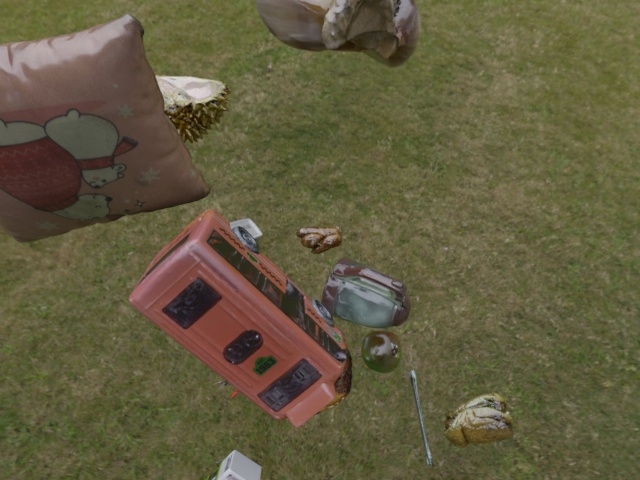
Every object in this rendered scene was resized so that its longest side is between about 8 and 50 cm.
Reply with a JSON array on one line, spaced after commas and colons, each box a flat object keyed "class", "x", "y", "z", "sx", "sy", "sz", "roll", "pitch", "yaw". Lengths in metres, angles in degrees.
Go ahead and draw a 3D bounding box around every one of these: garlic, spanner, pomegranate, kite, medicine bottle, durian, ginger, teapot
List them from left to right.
[{"class": "durian", "x": -0.299, "y": -0.288, "z": 0.901, "sx": 0.183, "sy": 0.137, "sz": 0.250, "roll": -16, "pitch": 32, "yaw": -37}, {"class": "medicine bottle", "x": -0.293, "y": 0.024, "z": 1.332, "sx": 0.088, "sy": 0.188, "sz": 0.132, "roll": 49, "pitch": 36, "yaw": 13}, {"class": "kite", "x": -0.255, "y": 0.484, "z": 1.386, "sx": 0.233, "sy": 0.009, "sz": 0.189, "roll": -5, "pitch": 15, "yaw": 24}, {"class": "ginger", "x": 0.000, "y": 0.000, "z": 1.372, "sx": 0.162, "sy": 0.073, "sz": 0.103, "roll": -1, "pitch": 32, "yaw": -8}, {"class": "garlic", "x": 0.033, "y": -0.309, "z": 0.488, "sx": 0.214, "sy": 0.160, "sz": 0.191, "roll": -16, "pitch": 48, "yaw": -39}, {"class": "teapot", "x": 0.185, "y": 0.195, "z": 1.502, "sx": 0.313, "sy": 0.314, "sz": 0.233, "roll": 17, "pitch": 60, "yaw": 18}, {"class": "pomegranate", "x": 0.237, "y": 0.465, "z": 1.695, "sx": 0.180, "sy": 0.210, "sz": 0.179, "roll": 16, "pitch": 65, "yaw": -38}, {"class": "spanner", "x": 0.330, "y": 0.581, "z": 1.331, "sx": 0.018, "sy": 0.071, "sz": 0.301, "roll": -9, "pitch": 75, "yaw": -1}]

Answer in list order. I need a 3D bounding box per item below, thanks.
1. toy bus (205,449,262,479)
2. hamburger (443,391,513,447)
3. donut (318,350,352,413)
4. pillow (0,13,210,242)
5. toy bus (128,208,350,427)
[{"class": "toy bus", "x": -0.173, "y": 0.723, "z": 1.105, "sx": 0.302, "sy": 0.113, "sz": 0.139, "roll": 38, "pitch": 94, "yaw": -7}, {"class": "hamburger", "x": 0.459, "y": 0.533, "z": 1.165, "sx": 0.206, "sy": 0.183, "sz": 0.129, "roll": -28, "pitch": 49, "yaw": 3}, {"class": "donut", "x": 0.017, "y": 0.410, "z": 1.239, "sx": 0.151, "sy": 0.294, "sz": 0.112, "roll": 18, "pitch": 20, "yaw": -29}, {"class": "pillow", "x": -0.249, "y": -0.094, "z": 0.395, "sx": 0.237, "sy": 0.223, "sz": 0.083, "roll": -13, "pitch": 54, "yaw": -8}, {"class": "toy bus", "x": -0.138, "y": 0.157, "z": 0.802, "sx": 0.203, "sy": 0.233, "sz": 0.427, "roll": -41, "pitch": 107, "yaw": 9}]
